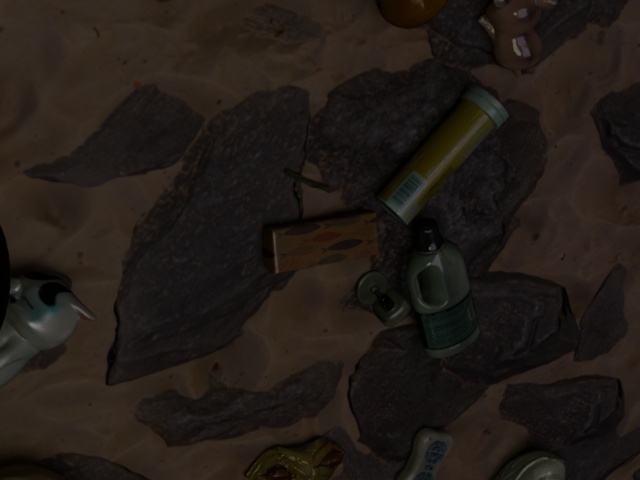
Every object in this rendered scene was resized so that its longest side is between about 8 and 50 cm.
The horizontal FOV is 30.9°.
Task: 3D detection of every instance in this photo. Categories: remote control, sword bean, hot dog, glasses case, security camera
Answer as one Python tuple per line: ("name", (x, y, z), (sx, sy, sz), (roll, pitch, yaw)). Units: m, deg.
("remote control", (0.171, 0.366, 1.898), (0.074, 0.032, 0.122), (14, 102, -35))
("sword bean", (-0.018, -0.082, 1.595), (0.083, 0.012, 0.012), (20, 99, -38))
("hot dog", (-0.029, 0.343, 1.744), (0.169, 0.061, 0.078), (-13, 116, -27))
("glasses case", (0.000, 0.000, 1.624), (0.170, 0.041, 0.065), (-10, 104, -28))
("security camera", (0.094, 0.086, 1.688), (0.058, 0.092, 0.058), (-12, 117, -25))

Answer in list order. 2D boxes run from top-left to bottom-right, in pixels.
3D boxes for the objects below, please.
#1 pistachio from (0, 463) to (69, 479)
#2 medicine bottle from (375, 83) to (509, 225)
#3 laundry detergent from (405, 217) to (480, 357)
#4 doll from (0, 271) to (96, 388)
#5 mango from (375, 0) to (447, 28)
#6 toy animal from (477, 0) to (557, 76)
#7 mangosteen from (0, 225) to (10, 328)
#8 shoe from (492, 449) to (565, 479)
("pistachio", (-0.373, 0.372, 1.483), (0.157, 0.157, 0.229), (-53, 137, -2))
("medicine bottle", (0.172, -0.122, 1.661), (0.218, 0.074, 0.074), (-48, 127, -3))
("laundry detergent", (0.179, 0.067, 1.747), (0.099, 0.070, 0.226), (-25, 123, -13))
("doll", (-0.373, 0.106, 1.392), (0.180, 0.110, 0.107), (-38, 145, -9))
("mango", (0.125, -0.360, 1.514), (0.115, 0.089, 0.165), (3, 106, -35))
("toy animal", (0.282, -0.300, 1.643), (0.083, 0.089, 0.150), (-33, 133, -20))
("mangosteen", (-0.472, 0.045, 1.215), (0.300, 0.300, 0.300), (-13, 117, -27))
("shoe", (0.359, 0.538, 1.980), (0.132, 0.210, 0.342), (23, 97, -37))
